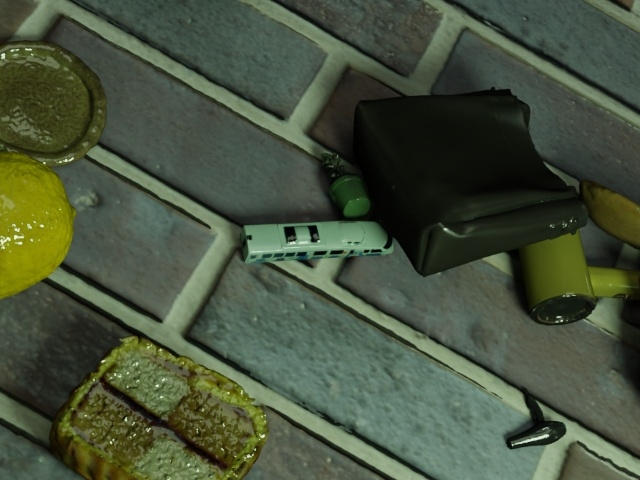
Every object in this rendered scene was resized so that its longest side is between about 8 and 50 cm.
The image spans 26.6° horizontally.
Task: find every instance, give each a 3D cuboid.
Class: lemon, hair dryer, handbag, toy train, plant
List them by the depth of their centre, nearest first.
[{"bbox_3d":[-0.381,-0.017,1.566,0.193,0.180,0.181,-11,64,-4],"label":"lemon"},{"bbox_3d":[0.267,0.228,1.740,0.079,0.031,0.083,-11,51,-14],"label":"hair dryer"},{"bbox_3d":[0.000,0.000,1.764,0.207,0.047,0.043,-3,63,-18],"label":"toy train"},{"bbox_3d":[0.194,-0.088,1.792,0.257,0.113,0.285,-12,46,-14],"label":"handbag"},{"bbox_3d":[0.030,-0.077,1.819,0.051,0.051,0.102,-9,51,-23],"label":"plant"},{"bbox_3d":[0.401,0.047,1.859,0.278,0.090,0.135,7,57,-22],"label":"hair dryer"}]

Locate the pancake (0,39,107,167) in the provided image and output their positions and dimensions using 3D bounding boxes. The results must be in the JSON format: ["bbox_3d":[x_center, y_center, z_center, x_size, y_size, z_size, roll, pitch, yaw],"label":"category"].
[{"bbox_3d":[-0.371,-0.179,1.758,0.199,0.021,0.199,8,60,-13],"label":"pancake"}]

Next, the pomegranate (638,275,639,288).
[{"bbox_3d":[0.497,0.134,1.760,0.214,0.214,0.248,-30,70,-30],"label":"pomegranate"}]

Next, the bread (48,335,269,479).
[{"bbox_3d":[-0.183,0.220,1.545,0.222,0.096,0.181,30,56,2],"label":"bread"}]

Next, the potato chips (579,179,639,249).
[{"bbox_3d":[0.449,-0.018,1.880,0.208,0.195,0.062,25,94,-26],"label":"potato chips"}]
